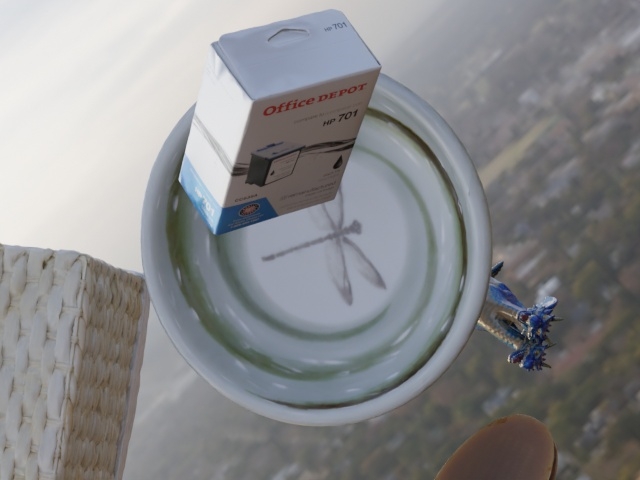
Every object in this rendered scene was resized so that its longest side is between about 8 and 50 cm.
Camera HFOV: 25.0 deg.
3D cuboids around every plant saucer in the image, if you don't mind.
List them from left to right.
[{"bbox_3d":[0.000,0.000,1.588,0.400,0.400,0.100,-44,-9,17],"label":"plant saucer"}]

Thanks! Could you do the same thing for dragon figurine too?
[{"bbox_3d":[0.224,0.089,1.706,0.085,0.144,0.289,-65,-12,8],"label":"dragon figurine"}]

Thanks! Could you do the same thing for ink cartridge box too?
[{"bbox_3d":[-0.040,-0.107,1.327,0.140,0.082,0.190,-18,-29,-27],"label":"ink cartridge box"}]

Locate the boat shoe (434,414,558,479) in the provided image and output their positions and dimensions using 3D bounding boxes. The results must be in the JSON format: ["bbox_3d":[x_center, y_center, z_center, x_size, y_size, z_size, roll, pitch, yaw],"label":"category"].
[{"bbox_3d":[0.096,0.215,0.982,0.207,0.073,0.073,-54,-32,-10],"label":"boat shoe"}]

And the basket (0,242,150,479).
[{"bbox_3d":[-0.414,0.168,1.794,0.266,0.328,0.331,43,-126,-78],"label":"basket"}]
